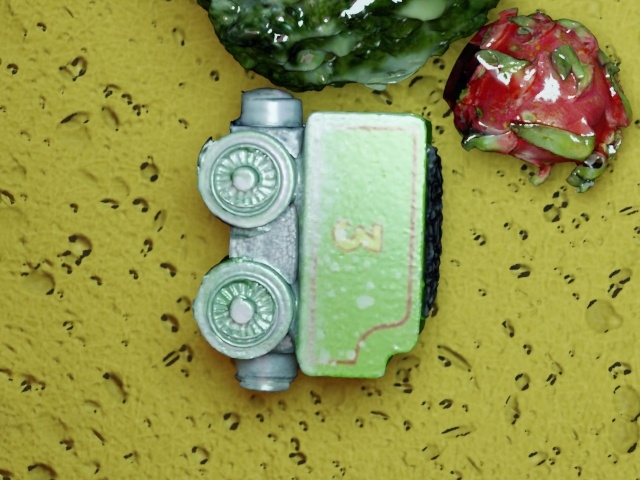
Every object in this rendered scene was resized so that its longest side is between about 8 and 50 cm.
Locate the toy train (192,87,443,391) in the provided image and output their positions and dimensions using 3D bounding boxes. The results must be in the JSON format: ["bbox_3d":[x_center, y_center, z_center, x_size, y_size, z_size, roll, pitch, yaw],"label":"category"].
[{"bbox_3d":[0.000,0.000,1.713,0.248,0.173,0.307,3,92,6],"label":"toy train"}]

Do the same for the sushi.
[{"bbox_3d":[0.031,-0.302,1.639,0.352,0.178,0.294,-21,63,10],"label":"sushi"}]

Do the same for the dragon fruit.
[{"bbox_3d":[0.217,-0.133,1.654,0.172,0.160,0.166,29,76,12],"label":"dragon fruit"}]
